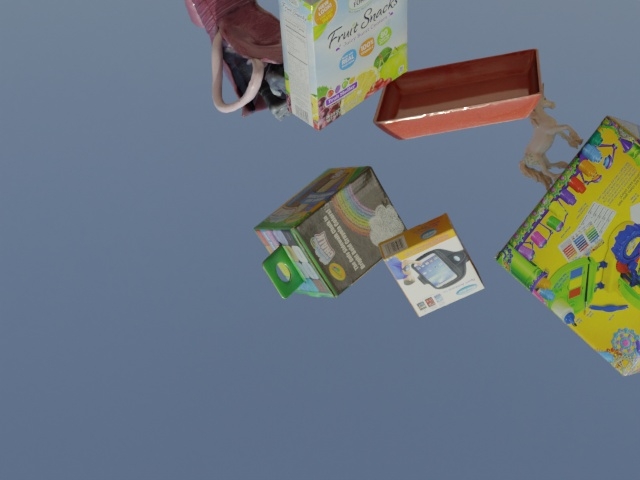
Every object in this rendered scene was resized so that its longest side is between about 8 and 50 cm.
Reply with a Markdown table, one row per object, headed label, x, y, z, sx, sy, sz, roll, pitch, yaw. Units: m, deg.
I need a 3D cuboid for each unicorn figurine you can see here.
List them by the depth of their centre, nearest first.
| label | x | y | z | sx | sy | sz | roll | pitch | yaw |
| --- | --- | --- | --- | --- | --- | --- | --- | --- | --- |
| unicorn figurine | 0.383 | -0.174 | 2.088 | 0.111 | 0.162 | 0.060 | 29 | -174 | 16 |

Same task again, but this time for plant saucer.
| label | x | y | z | sx | sy | sz | roll | pitch | yaw |
| --- | --- | --- | --- | --- | --- | --- | --- | --- | --- |
| plant saucer | 0.224 | -0.228 | 1.970 | 0.258 | 0.047 | 0.259 | -9 | -159 | 12 |

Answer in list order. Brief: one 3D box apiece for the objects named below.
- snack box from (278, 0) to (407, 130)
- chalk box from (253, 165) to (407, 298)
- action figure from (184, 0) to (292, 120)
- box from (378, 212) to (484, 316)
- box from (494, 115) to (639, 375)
| label | x | y | z | sx | sy | sz | roll | pitch | yaw |
| --- | --- | --- | --- | --- | --- | --- | --- | --- | --- |
| snack box | 0.033 | -0.273 | 1.615 | 0.174 | 0.207 | 0.070 | -37 | -126 | -26 |
| chalk box | 0.000 | 0.000 | 1.868 | 0.213 | 0.132 | 0.132 | -38 | -162 | -22 |
| action figure | -0.162 | -0.372 | 2.076 | 0.276 | 0.248 | 0.370 | -23 | -100 | -49 |
| box | 0.124 | 0.033 | 1.346 | 0.081 | 0.136 | 0.028 | -25 | -133 | 9 |
| box | 0.486 | 0.008 | 1.938 | 0.279 | 0.290 | 0.177 | 45 | -159 | 23 |
